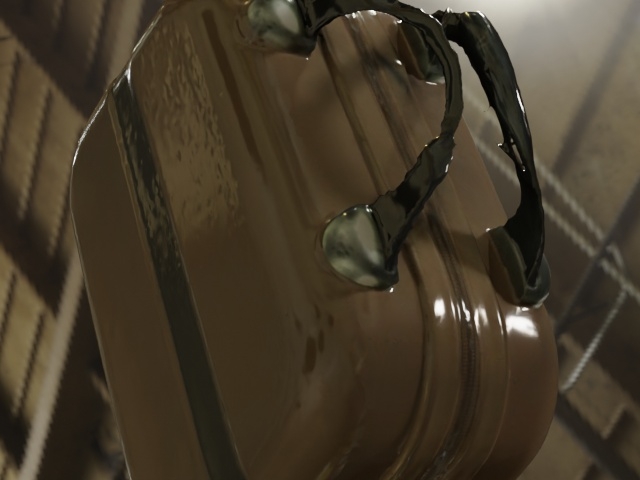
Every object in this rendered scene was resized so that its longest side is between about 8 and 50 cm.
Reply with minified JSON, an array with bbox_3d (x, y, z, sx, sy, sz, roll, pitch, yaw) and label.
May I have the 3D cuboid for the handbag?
[{"bbox_3d":[0.000,0.000,0.718,0.283,0.149,0.302,-50,-137,39],"label":"handbag"}]
